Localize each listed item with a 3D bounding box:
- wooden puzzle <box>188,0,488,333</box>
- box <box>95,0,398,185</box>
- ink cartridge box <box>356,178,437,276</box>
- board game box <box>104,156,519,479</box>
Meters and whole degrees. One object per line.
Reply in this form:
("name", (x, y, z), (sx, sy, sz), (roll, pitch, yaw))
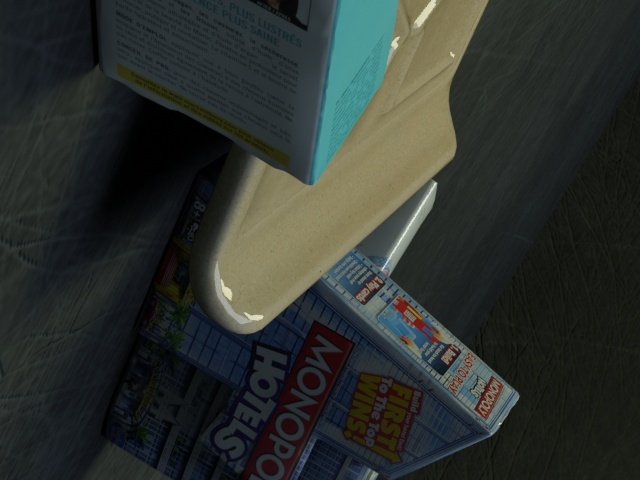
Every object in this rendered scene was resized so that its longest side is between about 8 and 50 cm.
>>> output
("wooden puzzle", (0.041, -0.163, 0.868), (0.322, 0.080, 0.348), (-41, 153, -60))
("box", (-0.021, -0.121, 0.611), (0.060, 0.100, 0.244), (-56, 169, -26))
("ink cartridge box", (0.000, 0.000, 1.057), (0.122, 0.088, 0.052), (-57, 169, -15))
("board game box", (-0.005, 0.083, 0.970), (0.194, 0.194, 0.060), (-66, 168, 26))
